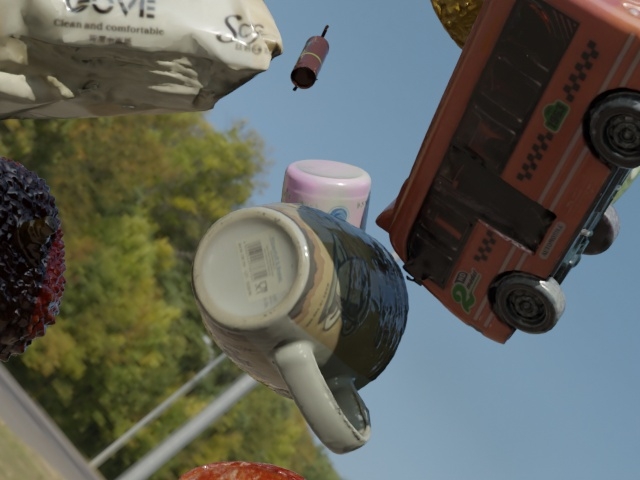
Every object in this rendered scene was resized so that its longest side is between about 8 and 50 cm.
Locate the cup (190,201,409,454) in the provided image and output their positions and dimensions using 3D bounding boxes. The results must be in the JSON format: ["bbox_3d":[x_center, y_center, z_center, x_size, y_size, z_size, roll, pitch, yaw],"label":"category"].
[{"bbox_3d":[-0.029,0.098,1.308,0.257,0.227,0.301,31,37,-66],"label":"cup"}]

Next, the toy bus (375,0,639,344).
[{"bbox_3d":[0.227,-0.105,1.174,0.233,0.203,0.427,34,-46,13],"label":"toy bus"}]

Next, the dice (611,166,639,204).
[{"bbox_3d":[0.384,-0.201,1.770,0.252,0.254,0.250,35,-43,24],"label":"dice"}]

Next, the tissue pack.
[{"bbox_3d":[-0.239,-0.231,1.034,0.390,0.375,0.195,-112,-155,-56],"label":"tissue pack"}]

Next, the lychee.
[{"bbox_3d":[-0.451,0.023,1.436,0.304,0.276,0.276,-16,-59,28],"label":"lychee"}]

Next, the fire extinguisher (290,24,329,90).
[{"bbox_3d":[-0.011,-0.263,1.656,0.039,0.132,0.056,26,-54,-5],"label":"fire extinguisher"}]

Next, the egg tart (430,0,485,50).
[{"bbox_3d":[0.240,-0.337,1.438,0.147,0.202,0.203,-21,-69,39],"label":"egg tart"}]

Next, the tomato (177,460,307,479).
[{"bbox_3d":[-0.067,0.258,0.979,0.091,0.159,0.139,83,5,-81],"label":"tomato"}]

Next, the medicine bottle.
[{"bbox_3d":[0.000,0.000,1.949,0.152,0.152,0.255,31,-60,54],"label":"medicine bottle"}]
